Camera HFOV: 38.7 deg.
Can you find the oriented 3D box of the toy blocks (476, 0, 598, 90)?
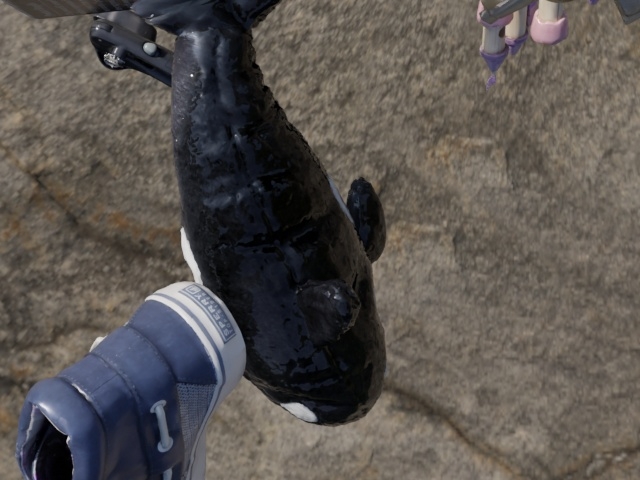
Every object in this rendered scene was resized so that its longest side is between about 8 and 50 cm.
[{"bbox_3d":[0.359,-0.467,1.707,0.309,0.288,0.260,22,145,26],"label":"toy blocks"}]

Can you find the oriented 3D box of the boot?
[{"bbox_3d":[-0.097,0.096,0.412,0.069,0.086,0.190,42,140,18],"label":"boot"}]

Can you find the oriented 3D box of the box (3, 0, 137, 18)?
[{"bbox_3d":[-0.093,-0.364,0.766,0.395,0.212,0.293,-7,96,-4],"label":"box"}]

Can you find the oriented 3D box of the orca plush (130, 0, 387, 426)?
[{"bbox_3d":[0.000,0.000,0.485,0.102,0.151,0.287,29,129,48],"label":"orca plush"}]

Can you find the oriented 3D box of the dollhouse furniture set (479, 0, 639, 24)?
[{"bbox_3d":[0.313,-0.375,1.244,0.355,0.174,0.303,-26,81,25],"label":"dollhouse furniture set"}]

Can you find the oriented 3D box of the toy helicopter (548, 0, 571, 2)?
[{"bbox_3d":[0.249,-0.388,0.800,0.235,0.140,0.355,8,89,42],"label":"toy helicopter"}]

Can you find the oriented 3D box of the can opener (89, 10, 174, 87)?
[{"bbox_3d":[-0.171,-0.196,1.014,0.186,0.059,0.073,29,79,-18],"label":"can opener"}]
